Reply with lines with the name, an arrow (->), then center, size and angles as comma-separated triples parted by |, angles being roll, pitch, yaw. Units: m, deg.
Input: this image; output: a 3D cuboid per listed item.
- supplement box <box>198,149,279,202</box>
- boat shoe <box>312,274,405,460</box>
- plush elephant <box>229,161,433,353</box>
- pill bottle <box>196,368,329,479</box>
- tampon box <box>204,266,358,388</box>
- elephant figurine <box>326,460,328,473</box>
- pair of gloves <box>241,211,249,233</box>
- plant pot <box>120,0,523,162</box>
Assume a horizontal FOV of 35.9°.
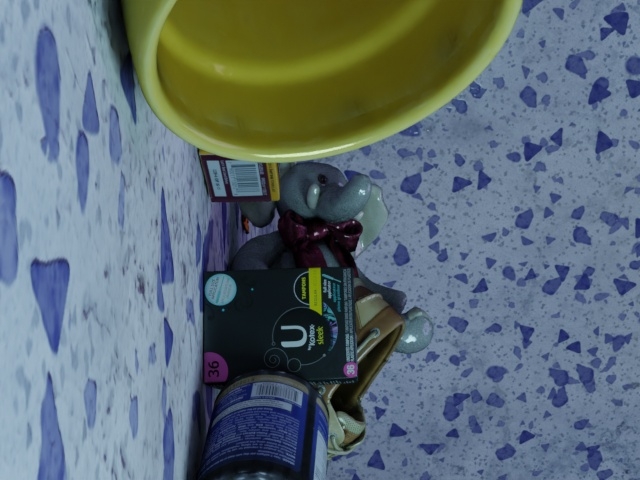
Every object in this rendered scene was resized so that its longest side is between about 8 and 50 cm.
supplement box -> -0.087, -0.148, 1.102 | 0.104, 0.081, 0.188 | 88, 1, -62
boat shoe -> -0.006, 0.201, 1.167 | 0.122, 0.120, 0.324 | 11, 106, -61
plush elephant -> 0.000, 0.000, 1.397 | 0.330, 0.272, 0.255 | 11, -91, 61
pill bottle -> -0.056, 0.230, 0.932 | 0.219, 0.123, 0.123 | -83, 172, -62
tampon box -> -0.041, 0.096, 1.072 | 0.101, 0.161, 0.120 | 79, 8, -77
elephant figurine -> -0.057, 0.343, 1.606 | 0.169, 0.186, 0.239 | 7, -93, 47
pair of gloves -> -0.119, -0.054, 1.589 | 0.074, 0.010, 0.083 | 88, 0, -72
plant pot -> -0.022, -0.220, 0.673 | 0.254, 0.254, 0.239 | 88, -16, -61
